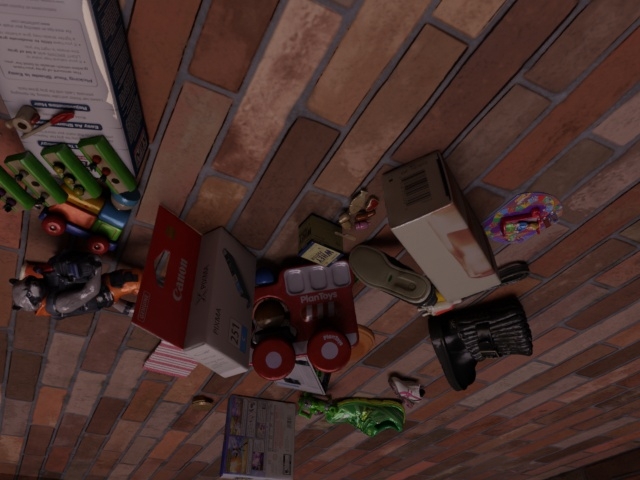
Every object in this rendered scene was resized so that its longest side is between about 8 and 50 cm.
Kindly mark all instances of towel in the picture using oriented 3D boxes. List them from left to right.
[{"bbox_3d":[-0.449,0.361,1.592,0.144,0.029,0.197,21,133,-25],"label":"towel"}]

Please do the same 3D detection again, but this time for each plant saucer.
[{"bbox_3d":[0.062,0.310,1.536,0.200,0.037,0.199,-1,141,-1],"label":"plant saucer"}]

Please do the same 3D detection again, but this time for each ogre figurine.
[{"bbox_3d":[-0.012,0.574,1.800,0.118,0.096,0.197,13,-178,-10],"label":"ogre figurine"}]

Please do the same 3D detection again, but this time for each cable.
[{"bbox_3d":[0.386,0.138,1.312,0.288,0.072,0.139,-12,145,12],"label":"cable"}]

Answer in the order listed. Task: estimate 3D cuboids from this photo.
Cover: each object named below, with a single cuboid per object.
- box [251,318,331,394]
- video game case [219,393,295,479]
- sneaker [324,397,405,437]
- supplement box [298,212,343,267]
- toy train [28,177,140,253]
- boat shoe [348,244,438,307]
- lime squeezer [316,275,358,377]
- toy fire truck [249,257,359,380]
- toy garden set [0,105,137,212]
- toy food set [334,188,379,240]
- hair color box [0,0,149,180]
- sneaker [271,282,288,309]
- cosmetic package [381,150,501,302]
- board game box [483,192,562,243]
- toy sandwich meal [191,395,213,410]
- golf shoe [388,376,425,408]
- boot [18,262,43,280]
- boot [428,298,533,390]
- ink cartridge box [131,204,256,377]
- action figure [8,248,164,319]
[{"bbox_3d":[-0.078,0.333,1.488,0.169,0.087,0.289,6,143,18],"label":"box"},{"bbox_3d":[-0.214,0.693,1.807,0.245,0.269,0.061,15,140,-18],"label":"video game case"},{"bbox_3d":[0.162,0.645,1.875,0.296,0.123,0.109,-1,141,1],"label":"sneaker"},{"bbox_3d":[0.000,0.000,1.123,0.083,0.083,0.056,23,134,-27],"label":"supplement box"},{"bbox_3d":[-0.487,-0.089,1.001,0.248,0.105,0.143,29,118,-25],"label":"toy train"},{"bbox_3d":[0.155,0.081,1.146,0.079,0.233,0.084,29,91,-49],"label":"boat shoe"},{"bbox_3d":[0.032,0.198,1.359,0.059,0.110,0.310,21,107,-2],"label":"lime squeezer"},{"bbox_3d":[-0.059,0.180,1.223,0.303,0.253,0.169,-8,177,-1],"label":"toy fire truck"},{"bbox_3d":[-0.458,-0.125,0.824,0.245,0.049,0.203,-9,140,12],"label":"toy garden set"},{"bbox_3d":[0.082,-0.055,1.104,0.078,0.019,0.122,20,123,-28],"label":"toy food set"},{"bbox_3d":[-0.385,-0.254,0.787,0.174,0.105,0.347,4,140,-3],"label":"hair color box"},{"bbox_3d":[-0.076,0.129,1.312,0.075,0.057,0.161,-44,120,7],"label":"sneaker"},{"bbox_3d":[0.251,-0.019,1.057,0.129,0.153,0.296,-23,137,21],"label":"cosmetic package"},{"bbox_3d":[0.445,-0.036,1.134,0.133,0.033,0.168,20,135,-25],"label":"board game box"},{"bbox_3d":[-0.426,0.586,1.862,0.086,0.029,0.085,-3,144,-2],"label":"toy sandwich meal"},{"bbox_3d":[0.293,0.501,1.763,0.086,0.067,0.186,-40,132,3],"label":"golf shoe"},{"bbox_3d":[-0.692,0.114,1.266,0.085,0.059,0.157,15,129,-14],"label":"boot"},{"bbox_3d":[0.472,0.310,1.475,0.260,0.131,0.348,-15,138,16],"label":"boot"},{"bbox_3d":[-0.239,0.093,1.061,0.066,0.296,0.261,-22,136,22],"label":"ink cartridge box"},{"bbox_3d":[-0.468,0.109,1.091,0.331,0.178,0.341,0,-178,-25],"label":"action figure"}]
